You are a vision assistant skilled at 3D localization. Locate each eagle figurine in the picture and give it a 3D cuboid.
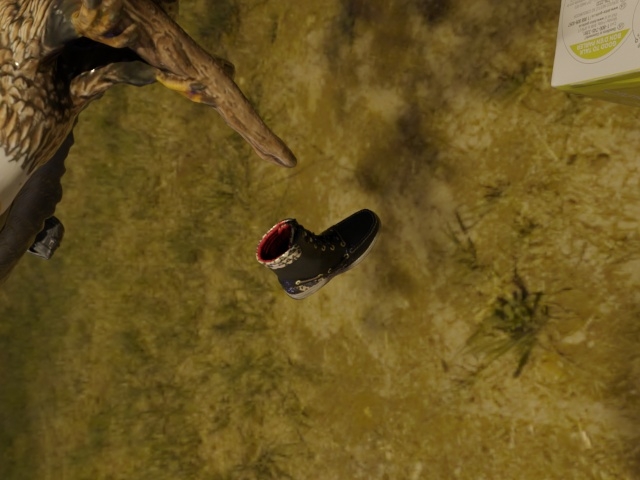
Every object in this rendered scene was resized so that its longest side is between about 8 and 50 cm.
[{"bbox_3d":[-0.206,-0.069,0.416,0.226,0.298,0.225,64,-158,-13],"label":"eagle figurine"}]

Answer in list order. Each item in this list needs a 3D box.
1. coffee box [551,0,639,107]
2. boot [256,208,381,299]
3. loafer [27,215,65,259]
[{"bbox_3d":[0.491,-0.306,0.696,0.338,0.337,0.335,-167,83,-71],"label":"coffee box"},{"bbox_3d":[0.000,0.002,1.284,0.236,0.178,0.085,-39,58,1],"label":"boot"},{"bbox_3d":[-0.544,-0.022,1.148,0.076,0.223,0.078,102,-178,-64],"label":"loafer"}]
